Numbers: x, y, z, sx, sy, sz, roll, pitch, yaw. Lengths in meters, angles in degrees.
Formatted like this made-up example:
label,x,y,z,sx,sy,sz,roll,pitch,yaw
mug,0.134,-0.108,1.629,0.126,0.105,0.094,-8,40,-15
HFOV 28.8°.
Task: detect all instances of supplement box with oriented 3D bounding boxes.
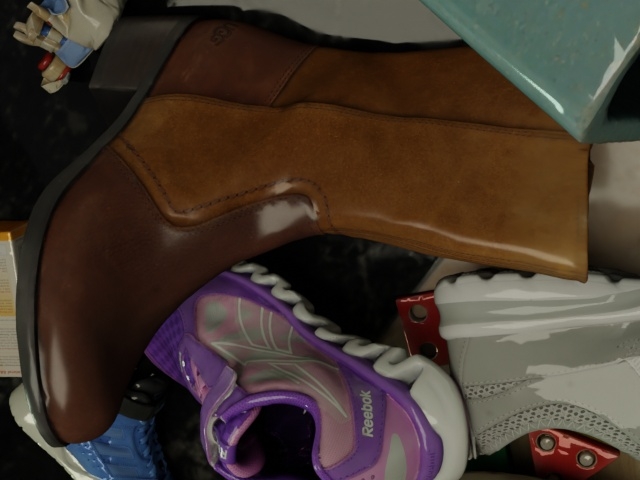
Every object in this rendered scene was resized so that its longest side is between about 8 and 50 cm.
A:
label,x,y,z,sx,sy,sz,roll,pitch,yaw
supplement box,-0.213,0.038,0.811,0.062,0.036,0.098,0,104,16

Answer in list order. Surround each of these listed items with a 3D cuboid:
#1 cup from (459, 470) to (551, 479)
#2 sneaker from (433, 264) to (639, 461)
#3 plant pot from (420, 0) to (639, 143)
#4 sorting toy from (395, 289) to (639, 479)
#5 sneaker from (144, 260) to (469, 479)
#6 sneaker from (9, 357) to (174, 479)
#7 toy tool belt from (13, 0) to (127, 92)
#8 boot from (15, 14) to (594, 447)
label,x,y,z,sx,sy,sz,roll,pitch,yaw
cup,0.085,0.327,0.668,0.331,0.237,0.331,7,117,13
sneaker,0.202,0.070,0.658,0.281,0.105,0.115,0,93,19
plant pot,0.120,-0.213,0.548,0.252,0.248,0.247,39,112,23
sorting toy,0.125,0.143,0.739,0.132,0.046,0.275,-9,102,18
sneaker,-0.035,0.085,0.702,0.236,0.104,0.095,23,128,39
sneaker,-0.115,0.125,0.795,0.084,0.058,0.152,-41,100,11
toy tool belt,-0.156,-0.131,0.740,0.051,0.052,0.083,35,132,-21
boot,0.000,0.000,0.660,0.280,0.264,0.096,7,147,13
